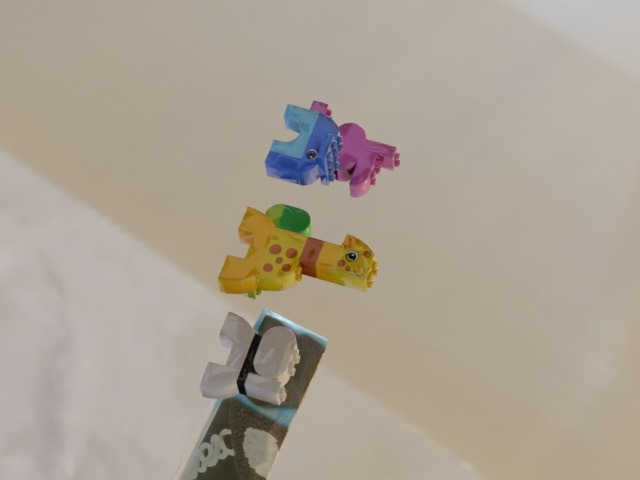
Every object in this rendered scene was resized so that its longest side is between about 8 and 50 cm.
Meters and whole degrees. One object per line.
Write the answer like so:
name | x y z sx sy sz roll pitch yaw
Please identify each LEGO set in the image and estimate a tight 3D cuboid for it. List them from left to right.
LEGO set | 0.000 0.000 1.311 0.093 0.087 0.227 16 -115 12

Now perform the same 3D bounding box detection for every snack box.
snack box | -0.095 0.213 1.375 0.060 0.187 0.322 28 -139 -1
